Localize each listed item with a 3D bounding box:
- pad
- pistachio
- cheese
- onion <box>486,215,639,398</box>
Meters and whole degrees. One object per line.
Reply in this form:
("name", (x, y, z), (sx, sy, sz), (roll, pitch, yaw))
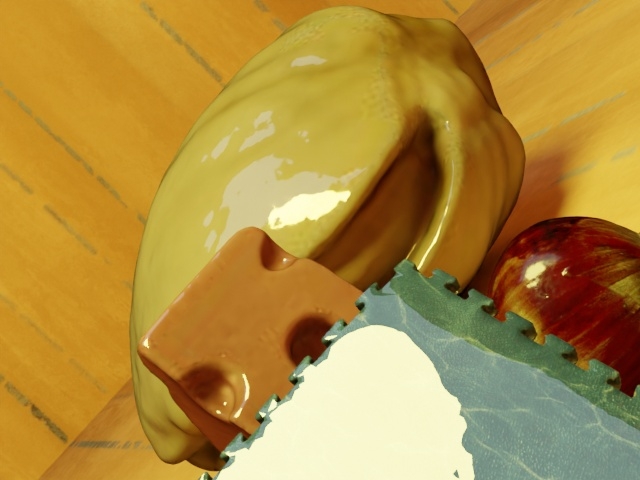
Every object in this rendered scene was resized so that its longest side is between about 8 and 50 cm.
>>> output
("pad", (0.031, 0.150, 0.392), (0.270, 0.012, 0.269), (30, 73, 42))
("pistachio", (0.000, 0.000, 1.042), (0.445, 0.281, 0.365), (-63, 14, -10))
("cheese", (-0.001, 0.121, 0.816), (0.128, 0.203, 0.177), (-51, -20, -23))
("onion", (0.137, 0.040, 0.648), (0.118, 0.118, 0.117), (-44, 12, 9))
